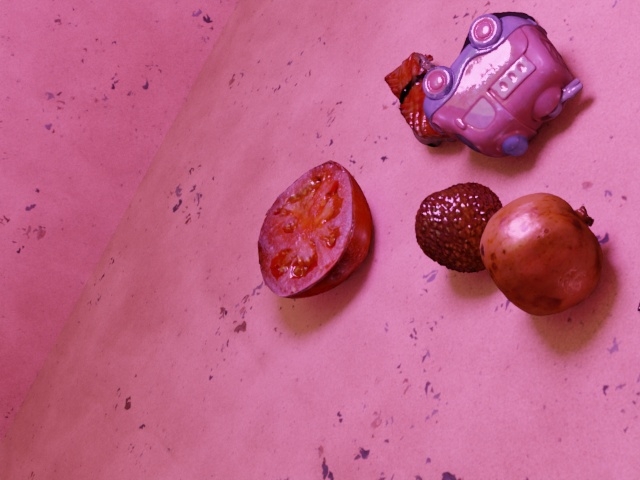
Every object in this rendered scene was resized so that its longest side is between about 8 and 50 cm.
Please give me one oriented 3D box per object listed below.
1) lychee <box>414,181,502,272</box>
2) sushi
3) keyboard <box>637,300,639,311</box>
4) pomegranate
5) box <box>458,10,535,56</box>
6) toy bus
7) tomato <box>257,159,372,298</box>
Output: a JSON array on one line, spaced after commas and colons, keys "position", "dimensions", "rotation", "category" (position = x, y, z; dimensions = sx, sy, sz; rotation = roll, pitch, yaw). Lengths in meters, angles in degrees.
[{"position": [0.279, -0.026, 1.994], "dimensions": [0.194, 0.194, 0.194], "rotation": [-34, 42, 37], "category": "lychee"}, {"position": [0.239, -0.319, 2.315], "dimensions": [0.124, 0.130, 0.332], "rotation": [-41, 44, 23], "category": "sushi"}, {"position": [0.577, 0.027, 1.686], "dimensions": [0.064, 0.010, 0.198], "rotation": [5, 71, 54], "category": "keyboard"}, {"position": [0.393, 0.021, 1.776], "dimensions": [0.215, 0.215, 0.215], "rotation": [-34, 42, 37], "category": "pomegranate"}, {"position": [0.379, -0.413, 2.252], "dimensions": [0.212, 0.042, 0.201], "rotation": [9, 75, 57], "category": "box"}, {"position": [0.368, -0.292, 2.041], "dimensions": [0.294, 0.197, 0.232], "rotation": [-47, 59, 17], "category": "toy bus"}, {"position": [0.007, -0.001, 2.381], "dimensions": [0.338, 0.144, 0.338], "rotation": [-28, 50, 39], "category": "tomato"}]
